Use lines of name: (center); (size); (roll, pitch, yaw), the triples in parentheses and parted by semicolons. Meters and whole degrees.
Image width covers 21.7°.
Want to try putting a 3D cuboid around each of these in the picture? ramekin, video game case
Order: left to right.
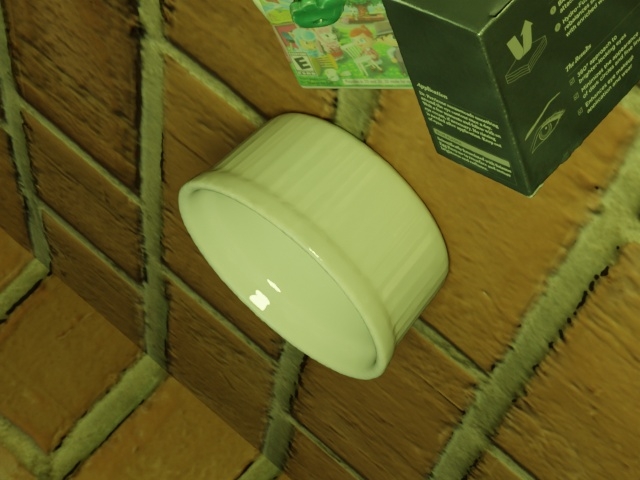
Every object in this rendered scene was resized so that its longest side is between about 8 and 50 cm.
ramekin: (0.000, 0.000, 1.710); (0.277, 0.135, 0.277); (38, 159, 17)
video game case: (0.046, -0.191, 1.295); (0.212, 0.023, 0.193); (4, 141, 29)

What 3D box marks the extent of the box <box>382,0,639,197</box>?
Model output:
box: (0.139, -0.145, 1.123); (0.093, 0.156, 0.158); (29, 155, 38)

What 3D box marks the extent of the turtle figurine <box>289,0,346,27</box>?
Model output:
turtle figurine: (0.008, -0.272, 1.163); (0.118, 0.175, 0.234); (24, -130, -74)

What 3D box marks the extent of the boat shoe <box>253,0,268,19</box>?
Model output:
boat shoe: (-0.027, -0.247, 1.347); (0.081, 0.079, 0.227); (22, 148, 54)
